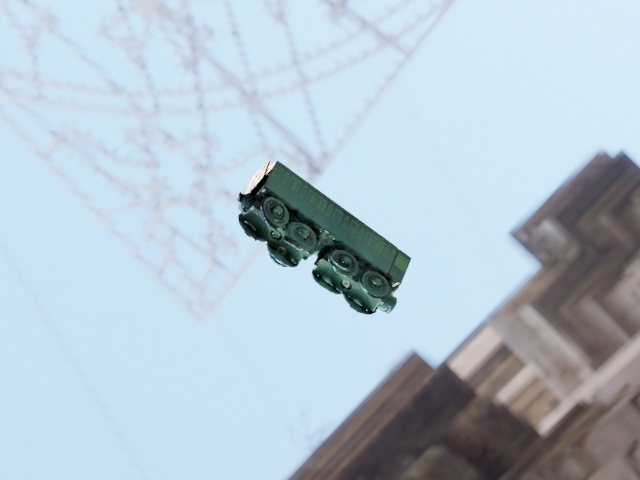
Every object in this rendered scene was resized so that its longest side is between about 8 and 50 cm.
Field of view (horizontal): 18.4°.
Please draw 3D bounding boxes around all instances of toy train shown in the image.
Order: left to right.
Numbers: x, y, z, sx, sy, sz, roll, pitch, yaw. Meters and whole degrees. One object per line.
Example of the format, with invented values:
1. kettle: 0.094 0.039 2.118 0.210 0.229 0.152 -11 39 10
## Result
1. toy train: 0.000 0.000 1.500 0.148 0.038 0.071 36 -141 -12
